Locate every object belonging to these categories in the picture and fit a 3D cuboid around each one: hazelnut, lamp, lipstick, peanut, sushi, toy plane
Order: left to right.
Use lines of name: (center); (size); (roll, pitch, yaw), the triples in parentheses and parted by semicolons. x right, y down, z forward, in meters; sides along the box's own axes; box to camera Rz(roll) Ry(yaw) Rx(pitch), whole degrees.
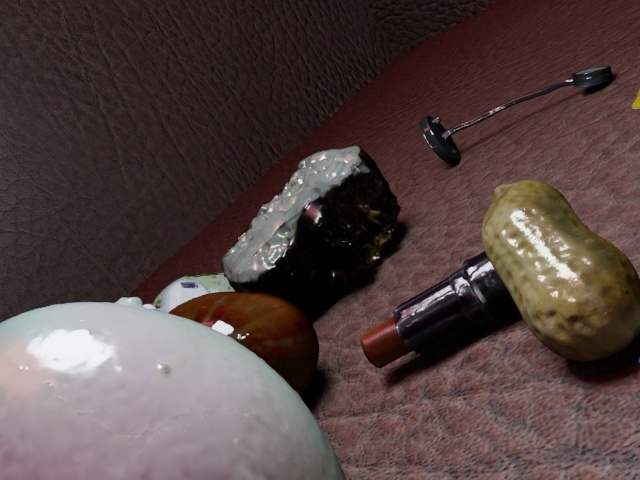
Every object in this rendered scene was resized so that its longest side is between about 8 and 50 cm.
toy plane: (-0.214, 0.174, 1.246); (0.244, 0.245, 0.117); (-54, -8, -48)
hazelnut: (-0.116, 0.163, 1.015); (0.230, 0.229, 0.229); (-35, 14, 10)
sushi: (0.000, 0.000, 1.290); (0.348, 0.207, 0.234); (-47, 28, -14)
lipstick: (0.181, 0.064, 0.877); (0.300, 0.081, 0.081); (-32, 15, 16)
lamp: (0.379, -0.236, 1.437); (0.372, 0.108, 0.130); (-14, 11, 25)
peanut: (0.236, 0.021, 0.743); (0.120, 0.110, 0.236); (-11, 39, -6)

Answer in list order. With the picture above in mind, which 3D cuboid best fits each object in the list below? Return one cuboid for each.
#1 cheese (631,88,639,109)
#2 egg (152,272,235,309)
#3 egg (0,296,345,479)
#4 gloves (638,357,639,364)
cheese: (0.530, -0.212, 0.933); (0.270, 0.069, 0.177); (-5, 40, 48)
egg: (-0.218, 0.143, 1.409); (0.231, 0.169, 0.169); (-23, 17, 9)
egg: (-0.194, 0.214, 0.686); (0.355, 0.339, 0.354); (-30, 27, 17)
gloves: (0.307, 0.087, 0.622); (0.064, 0.026, 0.086); (-40, 10, -17)
